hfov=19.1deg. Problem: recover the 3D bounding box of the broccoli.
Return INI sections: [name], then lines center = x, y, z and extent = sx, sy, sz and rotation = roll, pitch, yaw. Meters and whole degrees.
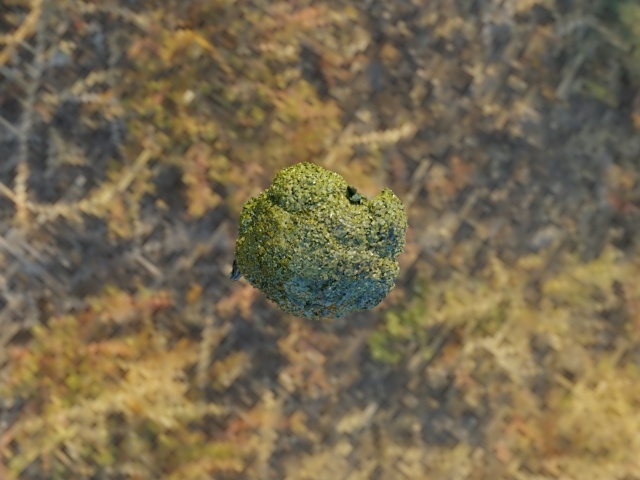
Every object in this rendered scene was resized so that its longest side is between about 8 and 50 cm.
[broccoli]
center = 0.000, 0.000, 1.435
extent = 0.120, 0.130, 0.131
rotation = -67, 171, -52
